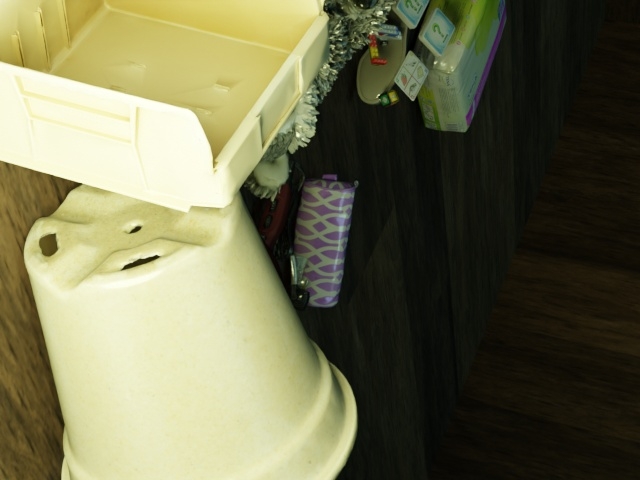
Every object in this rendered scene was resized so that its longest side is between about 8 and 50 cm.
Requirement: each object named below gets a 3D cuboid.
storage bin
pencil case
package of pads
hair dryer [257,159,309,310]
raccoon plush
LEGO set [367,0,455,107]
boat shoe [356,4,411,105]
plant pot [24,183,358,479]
[{"bbox_3d":[-0.156,-0.173,1.265,0.123,0.260,0.262,89,22,-43],"label":"storage bin"},{"bbox_3d":[0.000,0.000,2.091,0.088,0.086,0.206,-114,-147,-75],"label":"pencil case"},{"bbox_3d":[0.263,-0.382,2.556,0.229,0.101,0.296,66,40,-61],"label":"package of pads"},{"bbox_3d":[-0.085,-0.001,1.897,0.293,0.080,0.224,-2,88,-76],"label":"hair dryer"},{"bbox_3d":[-0.036,-0.193,1.703,0.299,0.216,0.446,-69,161,-1],"label":"raccoon plush"},{"bbox_3d":[0.125,-0.325,2.138,0.182,0.060,0.244,45,51,-22],"label":"LEGO set"},{"bbox_3d":[0.113,-0.302,2.224,0.065,0.075,0.206,57,44,-60],"label":"boat shoe"},{"bbox_3d":[-0.154,0.100,1.414,0.334,0.333,0.305,-57,141,-46],"label":"plant pot"}]
